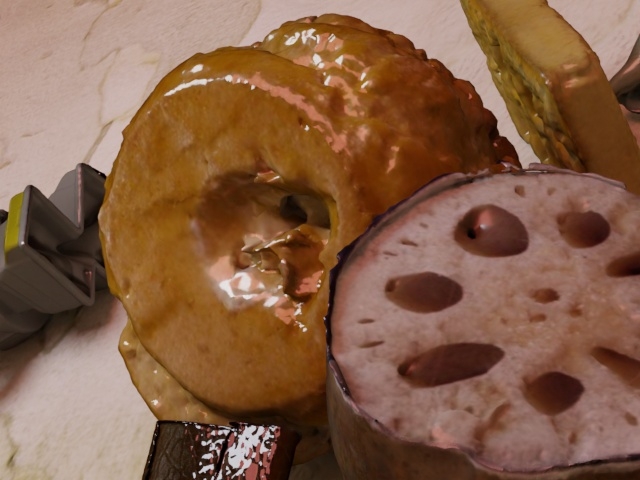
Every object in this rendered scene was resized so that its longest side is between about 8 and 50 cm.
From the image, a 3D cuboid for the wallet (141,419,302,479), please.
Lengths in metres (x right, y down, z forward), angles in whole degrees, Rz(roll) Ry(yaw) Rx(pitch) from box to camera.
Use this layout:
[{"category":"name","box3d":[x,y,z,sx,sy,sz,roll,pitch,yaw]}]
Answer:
[{"category":"wallet","box3d":[-0.096,0.241,1.075,0.133,0.039,0.243,-1,66,39]}]

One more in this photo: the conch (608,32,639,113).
[{"category":"conch","box3d":[0.315,-0.164,1.314,0.180,0.088,0.065,-42,-15,1]}]

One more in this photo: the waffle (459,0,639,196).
[{"category":"waffle","box3d":[0.188,-0.113,1.255,0.057,0.168,0.274,-27,28,3]}]

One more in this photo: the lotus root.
[{"category":"lotus root","box3d":[0.132,0.099,0.976,0.272,0.192,0.272,-3,36,2]}]

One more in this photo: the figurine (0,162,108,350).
[{"category":"figurine","box3d":[-0.358,0.036,1.607,0.285,0.342,0.167,-20,76,23]}]

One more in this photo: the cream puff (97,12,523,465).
[{"category":"cream puff","box3d":[0.000,0.000,1.197,0.327,0.343,0.231,13,12,31]}]
